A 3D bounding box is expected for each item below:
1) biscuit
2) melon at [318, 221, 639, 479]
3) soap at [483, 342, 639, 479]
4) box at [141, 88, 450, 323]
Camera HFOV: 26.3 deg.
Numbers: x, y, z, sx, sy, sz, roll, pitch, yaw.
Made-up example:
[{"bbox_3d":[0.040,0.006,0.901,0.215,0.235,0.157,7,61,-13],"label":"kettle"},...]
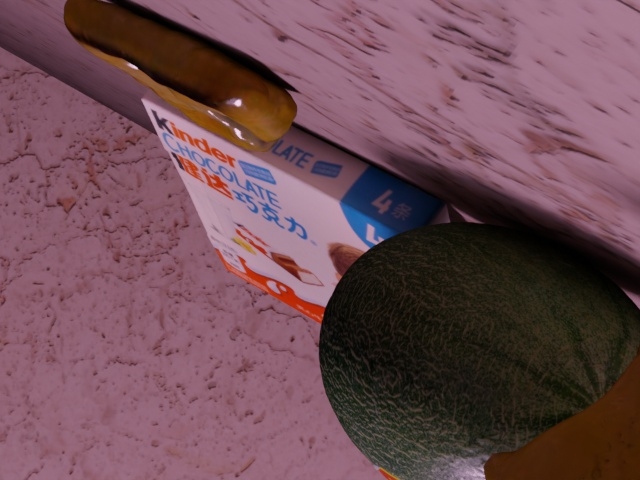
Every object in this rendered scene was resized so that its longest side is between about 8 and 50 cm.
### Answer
[{"bbox_3d":[-0.065,-0.095,0.899,0.174,0.039,0.183,26,177,31],"label":"biscuit"},{"bbox_3d":[0.097,0.079,0.864,0.182,0.182,0.288,30,179,-29],"label":"melon"},{"bbox_3d":[0.275,0.160,0.535,0.339,0.169,0.304,29,178,-23],"label":"soap"},{"bbox_3d":[0.000,0.000,1.122,0.273,0.048,0.265,29,158,29],"label":"box"}]
